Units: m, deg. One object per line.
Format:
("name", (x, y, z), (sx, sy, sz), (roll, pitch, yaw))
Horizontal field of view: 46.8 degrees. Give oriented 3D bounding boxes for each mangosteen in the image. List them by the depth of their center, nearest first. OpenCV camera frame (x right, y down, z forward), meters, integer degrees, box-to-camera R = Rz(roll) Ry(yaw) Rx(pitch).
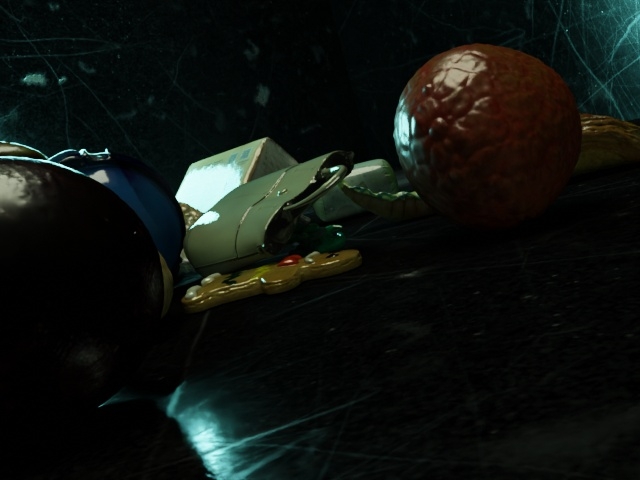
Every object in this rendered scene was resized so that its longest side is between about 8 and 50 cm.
("mangosteen", (-0.242, 0.022, 0.587), (0.228, 0.228, 0.265), (-16, 49, -7))

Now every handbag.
("handbag", (-0.057, -0.038, 1.126), (0.315, 0.109, 0.241), (-14, 28, 46))

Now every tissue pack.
("tissue pack", (-0.190, -0.087, 1.827), (0.305, 0.238, 0.238), (-10, 8, 44))

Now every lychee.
("lychee", (0.219, -0.140, 0.973), (0.255, 0.300, 0.255), (3, -32, 2))

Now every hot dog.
("hot dog", (0.451, -0.168, 1.302), (0.259, 0.114, 0.175), (-15, 7, 5))

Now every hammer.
("hammer", (0.072, -0.113, 1.825), (0.206, 0.119, 0.335), (-13, 0, -3))

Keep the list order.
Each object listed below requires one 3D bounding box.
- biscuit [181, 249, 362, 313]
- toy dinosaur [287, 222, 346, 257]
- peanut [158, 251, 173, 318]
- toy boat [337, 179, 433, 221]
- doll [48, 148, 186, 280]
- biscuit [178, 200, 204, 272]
("biscuit", (-0.063, 0.045, 0.989), (0.240, 0.035, 0.158), (-15, 8, 5))
("toy dinosaur", (0.000, 0.000, 1.183), (0.096, 0.059, 0.132), (-3, 19, 23))
("peanut", (-0.248, 0.059, 0.901), (0.137, 0.122, 0.253), (-24, 4, -6))
("toy boat", (0.170, -0.087, 1.357), (0.293, 0.099, 0.108), (-8, 5, -7))
("doll", (-0.367, 0.002, 1.158), (0.310, 0.284, 0.240), (-34, 36, -10))
("biscuit", (-0.284, -0.008, 1.348), (0.265, 0.040, 0.188), (26, 42, 5))
